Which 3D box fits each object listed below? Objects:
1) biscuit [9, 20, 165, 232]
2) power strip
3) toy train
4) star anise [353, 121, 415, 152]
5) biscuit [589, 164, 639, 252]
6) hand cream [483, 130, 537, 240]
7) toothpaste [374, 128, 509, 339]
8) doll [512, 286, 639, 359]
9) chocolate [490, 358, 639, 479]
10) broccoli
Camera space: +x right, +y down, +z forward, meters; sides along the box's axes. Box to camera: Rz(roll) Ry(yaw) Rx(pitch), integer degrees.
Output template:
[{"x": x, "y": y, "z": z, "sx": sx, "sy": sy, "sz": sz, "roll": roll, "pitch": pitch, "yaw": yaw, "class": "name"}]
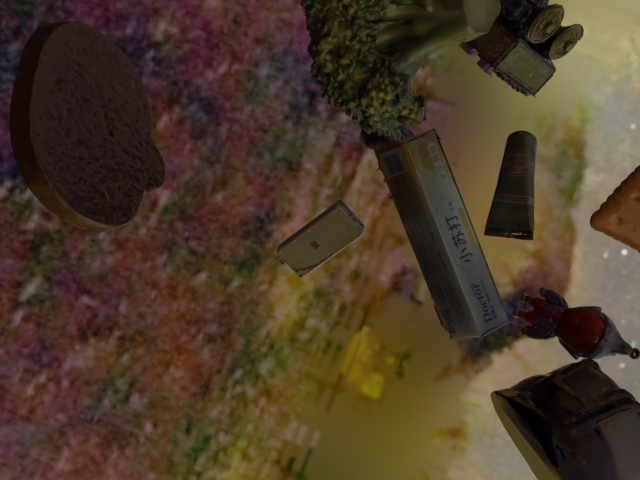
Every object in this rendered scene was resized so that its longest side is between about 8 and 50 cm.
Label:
[{"x": -0.415, "y": -0.195, "z": 1.794, "sx": 0.350, "sy": 0.070, "sz": 0.394, "roll": 43, "pitch": 39, "yaw": -41, "class": "biscuit"}, {"x": 0.000, "y": 0.000, "z": 1.950, "sx": 0.192, "sy": 0.081, "sz": 0.035, "roll": -36, "pitch": -166, "yaw": 28, "class": "power strip"}, {"x": 0.382, "y": -0.389, "z": 1.889, "sx": 0.177, "sy": 0.134, "sz": 0.261, "roll": -48, "pitch": 150, "yaw": 18, "class": "toy train"}, {"x": 0.127, "y": -0.245, "z": 2.010, "sx": 0.093, "sy": 0.229, "sz": 0.236, "roll": -38, "pitch": -157, "yaw": 26, "class": "star anise"}, {"x": 0.533, "y": -0.016, "z": 1.437, "sx": 0.160, "sy": 0.249, "sz": 0.030, "roll": -55, "pitch": -170, "yaw": 39, "class": "biscuit"}, {"x": 0.353, "y": -0.104, "z": 1.790, "sx": 0.055, "sy": 0.086, "sz": 0.235, "roll": 71, "pitch": 29, "yaw": -55, "class": "hand cream"}, {"x": 0.180, "y": -0.005, "z": 1.483, "sx": 0.071, "sy": 0.313, "sz": 0.089, "roll": -23, "pitch": -176, "yaw": -31, "class": "toothpaste"}, {"x": 0.446, "y": 0.154, "z": 1.730, "sx": 0.102, "sy": 0.227, "sz": 0.075, "roll": -66, "pitch": 156, "yaw": -7, "class": "doll"}, {"x": 0.428, "y": 0.314, "z": 1.632, "sx": 0.186, "sy": 0.284, "sz": 0.283, "roll": -34, "pitch": 168, "yaw": -4, "class": "chocolate"}, {"x": 0.082, "y": -0.285, "z": 1.302, "sx": 0.260, "sy": 0.235, "sz": 0.288, "roll": 21, "pitch": -50, "yaw": 69, "class": "broccoli"}]
